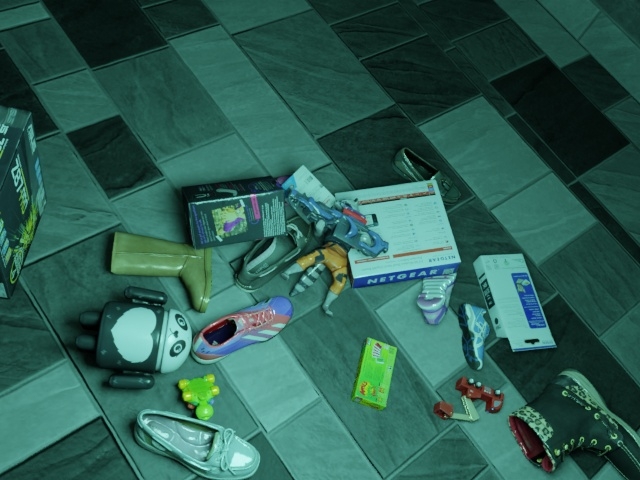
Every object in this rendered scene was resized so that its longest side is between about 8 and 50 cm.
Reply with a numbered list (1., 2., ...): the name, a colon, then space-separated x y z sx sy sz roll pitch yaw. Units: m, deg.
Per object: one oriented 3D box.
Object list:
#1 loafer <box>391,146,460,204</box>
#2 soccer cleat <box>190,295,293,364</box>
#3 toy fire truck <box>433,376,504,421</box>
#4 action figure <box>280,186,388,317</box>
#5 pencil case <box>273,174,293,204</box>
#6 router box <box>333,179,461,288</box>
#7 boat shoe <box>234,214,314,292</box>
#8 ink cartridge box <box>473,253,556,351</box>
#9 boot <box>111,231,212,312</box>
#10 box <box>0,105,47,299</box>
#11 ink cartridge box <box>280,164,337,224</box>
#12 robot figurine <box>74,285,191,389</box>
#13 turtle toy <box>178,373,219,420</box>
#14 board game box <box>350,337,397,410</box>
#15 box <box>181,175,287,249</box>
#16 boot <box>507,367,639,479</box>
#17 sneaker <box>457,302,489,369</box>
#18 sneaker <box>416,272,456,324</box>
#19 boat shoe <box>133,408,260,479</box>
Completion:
1. loafer: 0.365 -0.218 2.297 0.267 0.084 0.096 33 56 3
2. soccer cleat: -0.199 0.229 1.825 0.318 0.116 0.109 -24 70 -28
3. toy fire truck: 0.428 0.467 1.933 0.192 0.047 0.135 23 56 -5
4. action figure: 0.000 0.000 1.941 0.341 0.178 0.330 37 69 -11
5. pencil case: -0.129 -0.147 2.094 0.209 0.098 0.095 -10 24 -22
6. router box: 0.229 -0.024 2.092 0.335 0.082 0.301 -8 63 -6
7. boat shoe: -0.120 0.024 1.986 0.112 0.095 0.335 40 57 7
8. ink cartridge box: 0.611 0.201 2.143 0.165 0.065 0.333 -1 59 -19
9. boot: -0.437 0.089 1.854 0.269 0.089 0.236 6 46 -16
10. box: -0.776 -0.081 1.653 0.097 0.395 0.318 10 57 -10
11. ink cartridge box: -0.032 -0.124 2.043 0.180 0.060 0.104 46 64 -5
12. robot figurine: -0.464 0.243 1.694 0.278 0.209 0.174 9 20 -13
13. turtle toy: -0.305 0.397 1.709 0.095 0.066 0.130 -7 29 -21
14. board game box: 0.151 0.374 1.899 0.092 0.043 0.181 20 56 -6
15. box: -0.246 -0.083 1.926 0.270 0.144 0.165 -9 22 -16
16. boot: 0.734 0.574 1.915 0.284 0.138 0.377 -21 65 -29
17. sneaker: 0.472 0.286 2.036 0.081 0.080 0.211 6 60 -11
18. sneaker: 0.359 0.174 2.066 0.095 0.105 0.236 -2 28 27
19. boat shoe: -0.297 0.493 1.644 0.320 0.103 0.118 24 56 -3
